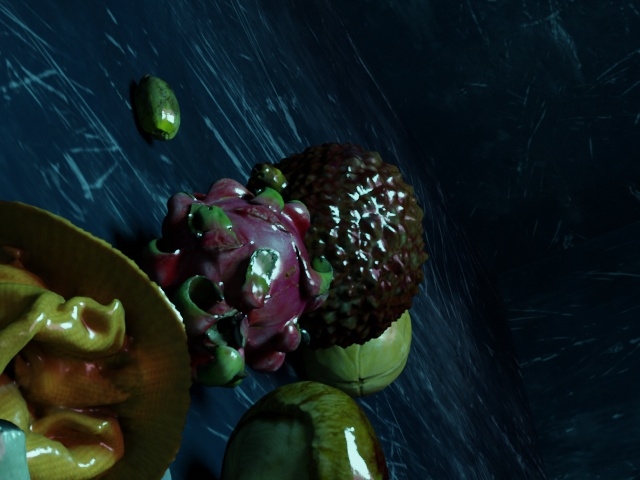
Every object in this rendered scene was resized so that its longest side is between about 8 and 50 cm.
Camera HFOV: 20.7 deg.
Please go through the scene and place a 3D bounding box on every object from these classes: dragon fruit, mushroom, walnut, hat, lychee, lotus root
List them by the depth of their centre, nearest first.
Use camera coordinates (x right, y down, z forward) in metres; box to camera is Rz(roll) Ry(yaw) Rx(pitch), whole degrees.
[{"bbox_3d":[-0.245,0.121,1.241,0.233,0.233,0.244,-36,127,-60],"label":"hat"},{"bbox_3d":[-0.039,0.273,1.764,0.255,0.267,0.267,26,29,-16],"label":"mushroom"},{"bbox_3d":[-0.108,0.051,1.864,0.273,0.198,0.218,-37,118,-51],"label":"dragon fruit"},{"bbox_3d":[-0.196,-0.163,2.102,0.054,0.049,0.099,47,19,-52],"label":"lotus root"},{"bbox_3d":[0.000,0.000,2.158,0.300,0.264,0.264,54,19,-37],"label":"lychee"},{"bbox_3d":[0.043,0.120,2.358,0.165,0.165,0.197,57,10,-38],"label":"walnut"}]

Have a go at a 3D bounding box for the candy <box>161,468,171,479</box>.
[{"bbox_3d":[-0.183,0.204,1.526,0.174,0.071,0.138,55,20,-43],"label":"candy"}]

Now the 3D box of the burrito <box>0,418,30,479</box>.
[{"bbox_3d":[-0.218,0.227,1.093,0.144,0.089,0.228,122,-34,-74],"label":"burrito"}]
